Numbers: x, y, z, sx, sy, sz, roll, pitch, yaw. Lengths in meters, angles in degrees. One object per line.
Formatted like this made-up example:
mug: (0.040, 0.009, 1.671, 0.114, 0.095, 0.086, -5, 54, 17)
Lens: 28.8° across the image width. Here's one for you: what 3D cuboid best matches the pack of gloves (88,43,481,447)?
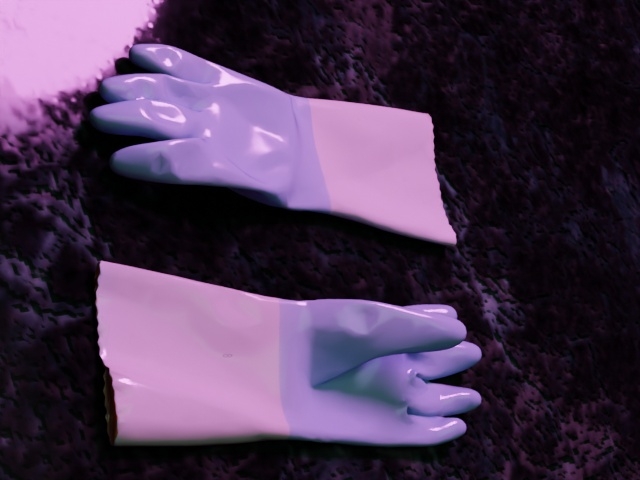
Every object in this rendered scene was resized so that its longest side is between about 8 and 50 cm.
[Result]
pack of gloves: (0.000, 0.000, 0.603, 0.232, 0.046, 0.195, 8, 66, -40)
